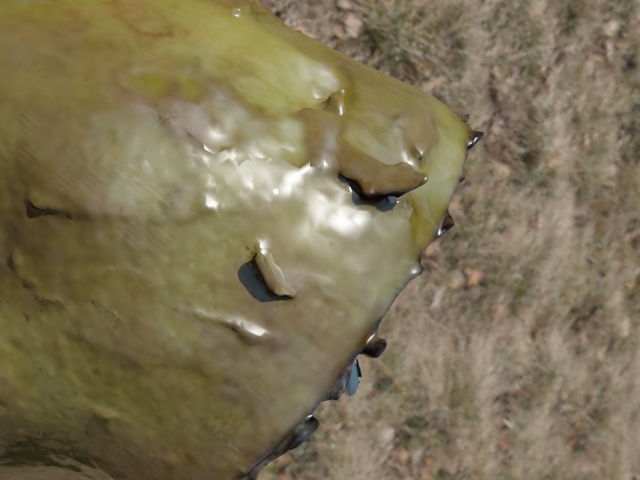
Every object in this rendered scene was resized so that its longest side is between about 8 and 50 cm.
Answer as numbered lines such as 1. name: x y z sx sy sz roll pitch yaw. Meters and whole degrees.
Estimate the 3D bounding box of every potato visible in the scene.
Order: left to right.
1. potato: -0.119 -0.024 0.516 0.237 0.301 0.288 42 70 -19

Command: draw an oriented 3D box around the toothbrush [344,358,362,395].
1. toothbrush: 0.000 0.000 0.814 0.026 0.022 0.262 -25 113 -27
